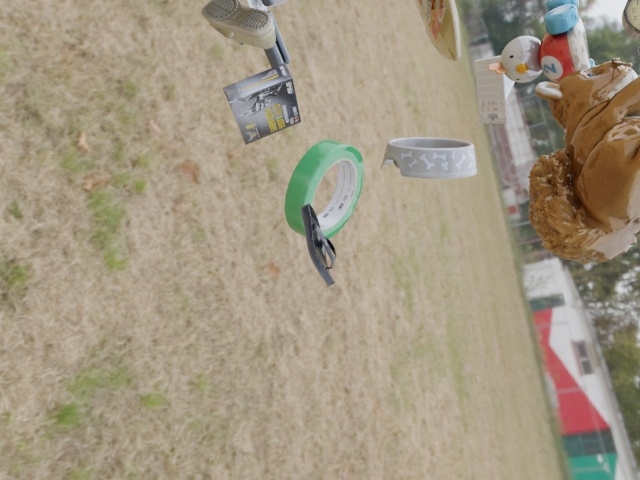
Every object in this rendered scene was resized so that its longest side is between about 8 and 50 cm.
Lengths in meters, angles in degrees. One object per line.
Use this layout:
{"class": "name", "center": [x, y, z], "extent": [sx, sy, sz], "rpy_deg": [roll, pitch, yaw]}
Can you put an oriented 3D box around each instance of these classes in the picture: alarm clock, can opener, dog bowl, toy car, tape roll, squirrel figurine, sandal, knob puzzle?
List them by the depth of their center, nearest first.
{"class": "knob puzzle", "center": [0.205, -0.395, 0.983], "extent": [0.213, 0.030, 0.213], "rpy_deg": [-20, 90, -90]}
{"class": "squirrel figurine", "center": [0.534, -0.166, 1.144], "extent": [0.281, 0.397, 0.370], "rpy_deg": [17, 36, -31]}
{"class": "toy car", "center": [0.528, -0.445, 1.431], "extent": [0.219, 0.238, 0.210], "rpy_deg": [59, 35, -27]}
{"class": "alarm clock", "center": [0.830, -0.554, 1.471], "extent": [0.064, 0.129, 0.192], "rpy_deg": [15, 85, -72]}
{"class": "sandal", "center": [0.000, -0.001, 1.495], "extent": [0.097, 0.055, 0.254], "rpy_deg": [55, 16, -52]}
{"class": "can opener", "center": [-0.155, -0.641, 1.705], "extent": [0.074, 0.093, 0.280], "rpy_deg": [-47, 129, -38]}
{"class": "tape roll", "center": [0.018, -0.156, 1.844], "extent": [0.321, 0.077, 0.321], "rpy_deg": [-38, 141, -39]}
{"class": "dog bowl", "center": [0.391, -0.303, 2.096], "extent": [0.349, 0.349, 0.102], "rpy_deg": [-49, 141, -67]}

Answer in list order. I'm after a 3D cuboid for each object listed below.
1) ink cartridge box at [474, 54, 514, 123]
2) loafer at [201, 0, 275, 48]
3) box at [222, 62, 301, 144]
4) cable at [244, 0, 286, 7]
{"class": "ink cartridge box", "center": [0.609, -0.522, 2.025], "extent": [0.181, 0.056, 0.224], "rpy_deg": [-142, -142, -71]}
{"class": "loafer", "center": [-0.216, -0.566, 1.537], "extent": [0.268, 0.102, 0.092], "rpy_deg": [37, -15, 35]}
{"class": "box", "center": [-0.157, -0.376, 1.630], "extent": [0.231, 0.183, 0.056], "rpy_deg": [80, -14, -70]}
{"class": "cable", "center": [-0.183, -0.907, 1.929], "extent": [0.089, 0.257, 0.257], "rpy_deg": [-33, 113, -57]}
